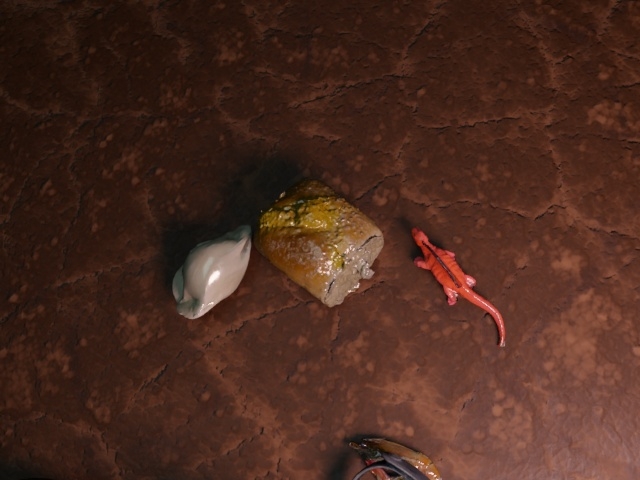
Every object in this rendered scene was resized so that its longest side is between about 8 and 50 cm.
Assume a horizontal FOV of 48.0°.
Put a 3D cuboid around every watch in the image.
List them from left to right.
[{"bbox_3d":[0.139,0.494,1.275,0.206,0.068,0.192,26,96,19],"label":"watch"}]

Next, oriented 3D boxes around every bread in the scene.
[{"bbox_3d":[0.000,0.000,1.422,0.246,0.176,0.195,38,85,19],"label":"bread"}]

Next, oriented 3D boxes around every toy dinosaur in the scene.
[{"bbox_3d":[0.261,0.077,1.367,0.070,0.139,0.286,-37,70,-1],"label":"toy dinosaur"}]

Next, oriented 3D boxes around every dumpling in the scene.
[{"bbox_3d":[-0.228,0.055,1.491,0.229,0.124,0.151,-50,35,-12],"label":"dumpling"}]

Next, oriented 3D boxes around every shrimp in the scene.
[{"bbox_3d":[0.135,0.424,1.335,0.190,0.042,0.101,27,87,16],"label":"shrimp"}]

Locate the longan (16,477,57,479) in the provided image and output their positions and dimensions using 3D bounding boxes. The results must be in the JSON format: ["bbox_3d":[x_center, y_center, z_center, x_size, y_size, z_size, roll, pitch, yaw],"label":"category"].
[{"bbox_3d":[-0.493,0.587,1.277,0.288,0.288,0.350,-32,57,0],"label":"longan"}]
